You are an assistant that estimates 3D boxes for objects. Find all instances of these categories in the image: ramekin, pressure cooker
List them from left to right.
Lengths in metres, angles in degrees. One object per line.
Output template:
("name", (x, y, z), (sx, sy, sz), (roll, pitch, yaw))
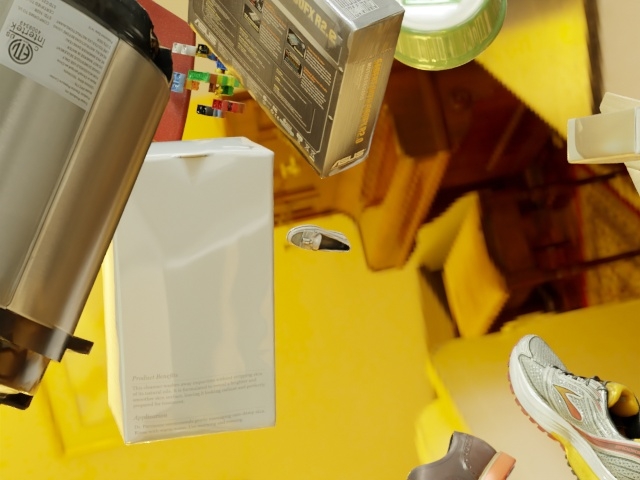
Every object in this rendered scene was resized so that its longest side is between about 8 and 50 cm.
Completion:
("pressure cooker", (-0.357, -0.045, 0.997), (0.375, 0.370, 0.420), (109, 180, -79))
("ramekin", (0.252, -0.542, 2.593), (0.148, 0.304, 0.303), (55, -161, -69))

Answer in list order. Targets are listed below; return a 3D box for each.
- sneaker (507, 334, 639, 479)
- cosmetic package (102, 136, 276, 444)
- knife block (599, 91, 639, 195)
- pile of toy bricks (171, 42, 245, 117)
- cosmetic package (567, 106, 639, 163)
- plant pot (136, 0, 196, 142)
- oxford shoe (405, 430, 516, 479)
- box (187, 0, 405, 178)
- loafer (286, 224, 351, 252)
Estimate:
("sneaker", (0.273, 0.167, 1.183), (0.092, 0.088, 0.225), (-60, 42, 21))
("cosmetic package", (-0.179, 0.060, 1.579), (0.156, 0.217, 0.384), (-150, 60, -69))
("knife block", (0.545, -0.126, 1.612), (0.088, 0.242, 0.275), (18, -132, -57))
("pile of toy bricks", (-0.153, -0.257, 1.901), (0.212, 0.105, 0.118), (22, 104, 53))
("cosmetic package", (0.267, -0.090, 1.023), (0.115, 0.060, 0.041), (180, 89, -72))
("plant pot", (-0.364, -0.295, 2.029), (0.267, 0.267, 0.235), (-6, 59, 58))
("oxford shoe", (0.128, 0.335, 1.409), (0.098, 0.271, 0.096), (33, 136, 17))
("box", (-0.031, -0.196, 1.036), (0.231, 0.056, 0.183), (49, 150, 25))
("loafer", (0.000, 0.000, 2.149), (0.039, 0.125, 0.045), (42, 120, 53))
